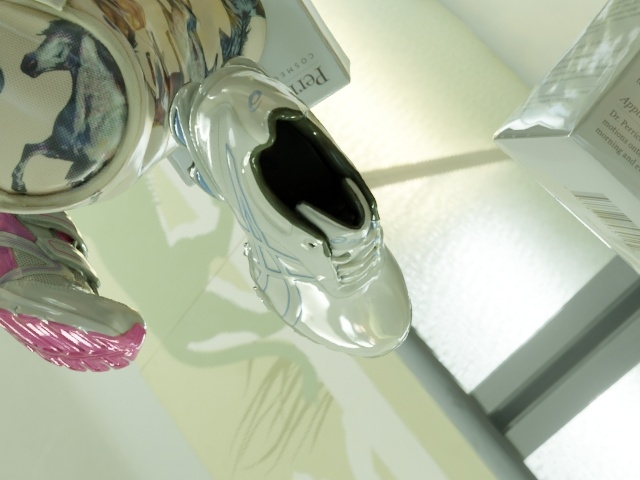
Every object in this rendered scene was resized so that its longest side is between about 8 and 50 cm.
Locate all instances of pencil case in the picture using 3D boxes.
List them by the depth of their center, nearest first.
[{"bbox_3d":[-0.162,-0.152,0.762,0.160,0.183,0.410,12,-159,6],"label":"pencil case"}]

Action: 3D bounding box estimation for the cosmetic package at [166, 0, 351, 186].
[{"bbox_3d":[-0.178,-0.317,1.043,0.453,0.230,0.161,55,-169,-14],"label":"cosmetic package"}]

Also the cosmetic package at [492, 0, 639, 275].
[{"bbox_3d":[0.329,-0.151,0.669,0.197,0.365,0.155,42,178,-11],"label":"cosmetic package"}]

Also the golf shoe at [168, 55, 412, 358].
[{"bbox_3d":[0.000,0.000,0.422,0.176,0.069,0.086,53,167,-30],"label":"golf shoe"}]

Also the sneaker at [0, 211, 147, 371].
[{"bbox_3d":[-0.233,0.018,0.742,0.252,0.111,0.103,23,157,24],"label":"sneaker"}]
